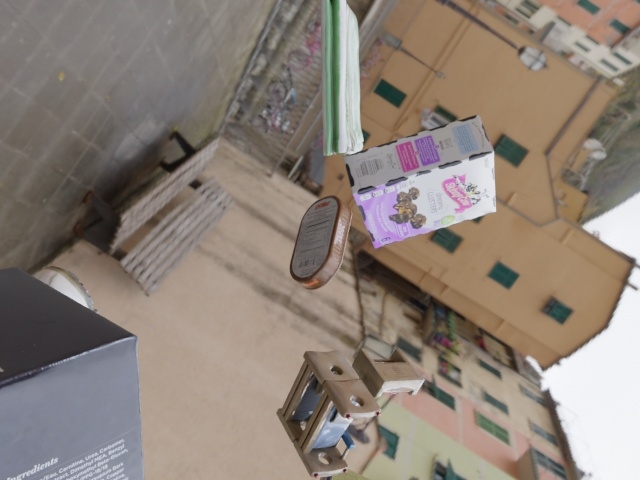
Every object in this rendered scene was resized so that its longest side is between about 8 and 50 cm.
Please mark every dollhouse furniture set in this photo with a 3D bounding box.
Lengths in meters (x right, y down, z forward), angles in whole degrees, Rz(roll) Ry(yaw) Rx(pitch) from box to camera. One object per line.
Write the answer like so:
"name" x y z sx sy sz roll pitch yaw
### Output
"dollhouse furniture set" 0.058 0.255 0.957 0.129 0.184 0.129 51 -54 45

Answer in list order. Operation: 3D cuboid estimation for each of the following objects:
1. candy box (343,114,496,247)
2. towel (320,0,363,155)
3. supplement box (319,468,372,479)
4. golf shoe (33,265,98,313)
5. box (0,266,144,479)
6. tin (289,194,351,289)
"candy box" 0.149 -0.080 0.923 0.165 0.196 0.070 61 15 -58
"towel" 0.039 -0.252 0.975 0.325 0.038 0.247 -49 138 -77
"supplement box" 0.037 0.441 1.082 0.083 0.083 0.056 -65 -179 -53
"golf shoe" -0.246 0.117 0.568 0.086 0.068 0.186 -37 134 -69
"box" -0.191 0.117 0.396 0.093 0.156 0.158 -18 117 -46
"tin" 0.000 0.000 1.162 0.106 0.040 0.189 -14 -130 37
